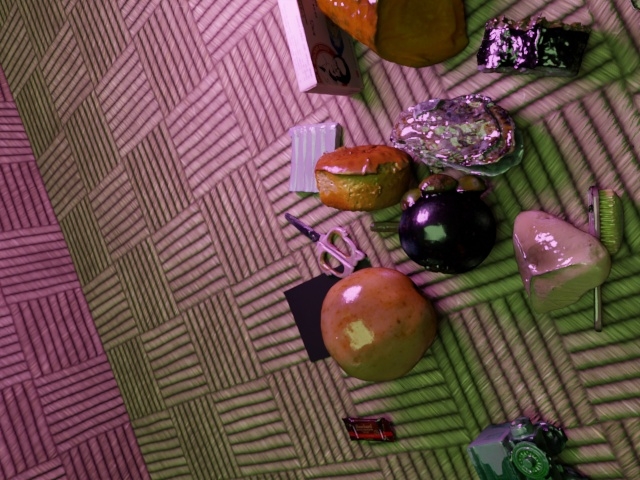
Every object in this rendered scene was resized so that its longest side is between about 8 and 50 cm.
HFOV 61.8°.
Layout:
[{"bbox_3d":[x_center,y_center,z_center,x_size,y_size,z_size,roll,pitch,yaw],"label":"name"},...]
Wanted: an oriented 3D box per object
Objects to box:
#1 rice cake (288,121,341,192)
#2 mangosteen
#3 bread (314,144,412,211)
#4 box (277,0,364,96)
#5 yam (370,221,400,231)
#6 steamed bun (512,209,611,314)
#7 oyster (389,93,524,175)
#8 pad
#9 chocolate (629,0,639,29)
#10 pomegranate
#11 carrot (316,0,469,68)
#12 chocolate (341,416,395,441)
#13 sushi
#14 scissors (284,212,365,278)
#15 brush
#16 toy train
[{"bbox_3d":[-0.020,-0.235,1.542,0.189,0.037,0.198,5,102,37],"label":"rice cake"},{"bbox_3d":[0.290,-0.039,1.231,0.243,0.243,0.243,9,105,37],"label":"mangosteen"},{"bbox_3d":[0.108,-0.162,1.332,0.268,0.268,0.146,7,114,37],"label":"bread"},{"bbox_3d":[-0.009,-0.547,1.353,0.069,0.214,0.353,-12,92,38],"label":"box"},{"bbox_3d":[0.198,-0.036,1.415,0.145,0.032,0.032,2,101,38],"label":"yam"},{"bbox_3d":[0.483,0.042,1.114,0.212,0.110,0.231,-26,80,68],"label":"steamed bun"},{"bbox_3d":[0.294,-0.246,1.239,0.351,0.162,0.158,17,150,43],"label":"oyster"},{"bbox_3d":[0.052,0.213,1.602,0.367,0.007,0.248,-28,82,39],"label":"pad"},{"bbox_3d":[0.660,-0.443,0.923,0.214,0.093,0.148,-27,81,38],"label":"chocolate"},{"bbox_3d":[0.149,0.208,1.361,0.307,0.307,0.307,9,105,37],"label":"pomegranate"},{"bbox_3d":[0.159,-0.547,1.207,0.340,0.241,0.241,41,122,26],"label":"carrot"},{"bbox_3d":[0.142,0.561,1.591,0.182,0.028,0.086,-21,94,40],"label":"chocolate"},{"bbox_3d":[0.422,-0.396,1.089,0.212,0.147,0.115,18,111,38],"label":"sushi"},{"bbox_3d":[0.000,0.000,1.586,0.317,0.024,0.160,38,121,30],"label":"scissors"},{"bbox_3d":[0.590,0.042,1.103,0.067,0.072,0.313,-1,100,25],"label":"brush"},{"bbox_3d":[0.488,0.545,1.239,0.202,0.145,0.266,-32,79,42],"label":"toy train"}]
